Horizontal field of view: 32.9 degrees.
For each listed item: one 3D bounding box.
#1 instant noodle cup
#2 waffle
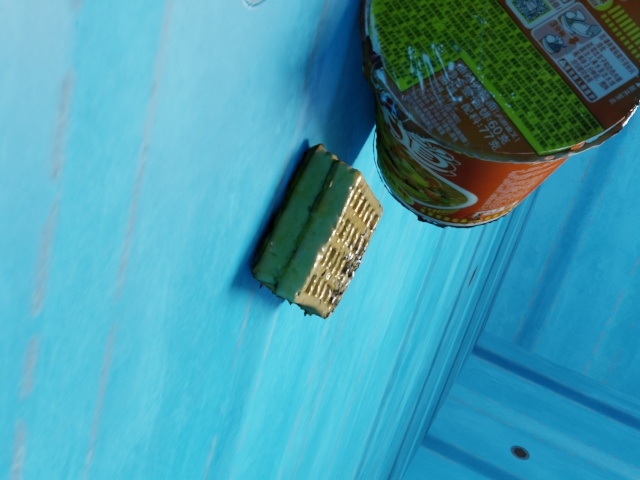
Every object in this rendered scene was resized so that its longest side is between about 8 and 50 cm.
[{"bbox_3d":[0.109,-0.100,0.752,0.193,0.193,0.212,-62,174,-18],"label":"instant noodle cup"},{"bbox_3d":[0.001,0.000,0.747,0.103,0.042,0.148,-65,168,-5],"label":"waffle"}]
